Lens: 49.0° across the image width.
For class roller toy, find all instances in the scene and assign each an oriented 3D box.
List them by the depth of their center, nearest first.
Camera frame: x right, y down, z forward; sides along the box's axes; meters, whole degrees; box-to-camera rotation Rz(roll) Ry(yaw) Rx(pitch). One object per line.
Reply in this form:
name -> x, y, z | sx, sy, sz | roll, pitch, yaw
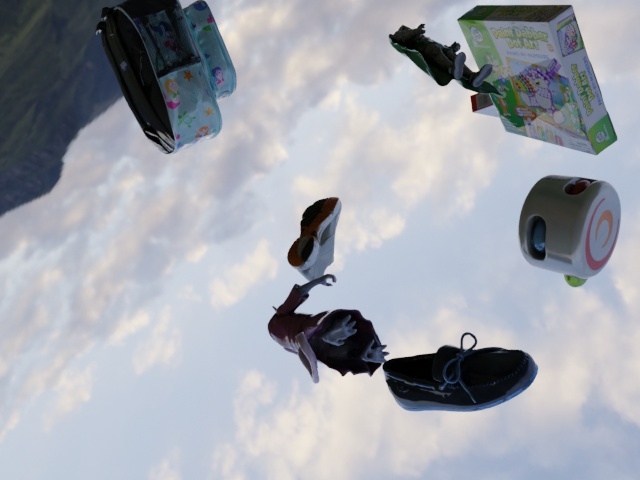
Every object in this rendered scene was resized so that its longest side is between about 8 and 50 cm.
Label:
roller toy -> 0.481, -0.033, 1.371 | 0.146, 0.191, 0.210 | 16, -104, 43

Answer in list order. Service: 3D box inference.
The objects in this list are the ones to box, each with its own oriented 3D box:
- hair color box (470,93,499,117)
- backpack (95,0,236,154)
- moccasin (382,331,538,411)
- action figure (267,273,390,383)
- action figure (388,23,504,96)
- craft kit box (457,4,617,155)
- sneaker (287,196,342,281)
hair color box -> 0.502, -0.379, 1.937 | 0.093, 0.167, 0.054 | -13, -102, 49
backpack -> -0.259, -0.285, 1.229 | 0.191, 0.254, 0.225 | -21, -171, -23
moccasin -> 0.256, 0.269, 1.396 | 0.341, 0.117, 0.138 | -23, -161, 38
action figure -> -0.027, 0.239, 1.675 | 0.275, 0.248, 0.370 | -30, -157, -36
action figure -> 0.165, -0.281, 1.050 | 0.064, 0.137, 0.232 | -63, -149, 18
craft kit box -> 0.363, -0.278, 1.191 | 0.061, 0.247, 0.250 | -34, -154, -10
sneaker -> 0.000, 0.000, 1.859 | 0.099, 0.121, 0.263 | -2, -133, 36
